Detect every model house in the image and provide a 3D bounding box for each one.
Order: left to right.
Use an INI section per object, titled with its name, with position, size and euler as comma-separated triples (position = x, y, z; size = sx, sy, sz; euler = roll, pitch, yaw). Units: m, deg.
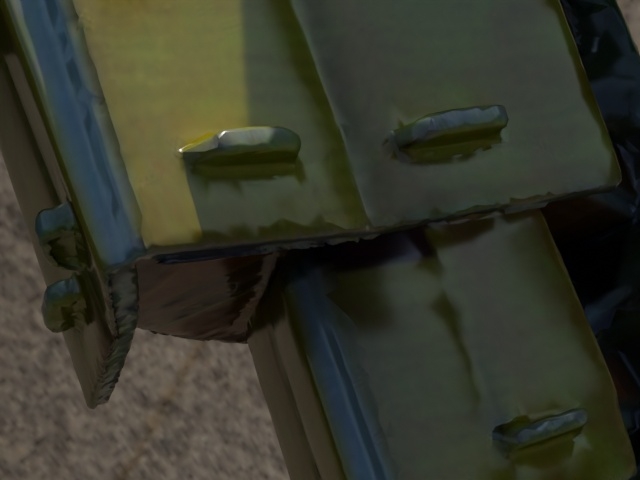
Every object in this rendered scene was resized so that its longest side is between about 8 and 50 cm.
[model house]
position = -0.053, 0.010, 0.556
size = 0.340, 0.323, 0.300
euler = -24, 75, 18
